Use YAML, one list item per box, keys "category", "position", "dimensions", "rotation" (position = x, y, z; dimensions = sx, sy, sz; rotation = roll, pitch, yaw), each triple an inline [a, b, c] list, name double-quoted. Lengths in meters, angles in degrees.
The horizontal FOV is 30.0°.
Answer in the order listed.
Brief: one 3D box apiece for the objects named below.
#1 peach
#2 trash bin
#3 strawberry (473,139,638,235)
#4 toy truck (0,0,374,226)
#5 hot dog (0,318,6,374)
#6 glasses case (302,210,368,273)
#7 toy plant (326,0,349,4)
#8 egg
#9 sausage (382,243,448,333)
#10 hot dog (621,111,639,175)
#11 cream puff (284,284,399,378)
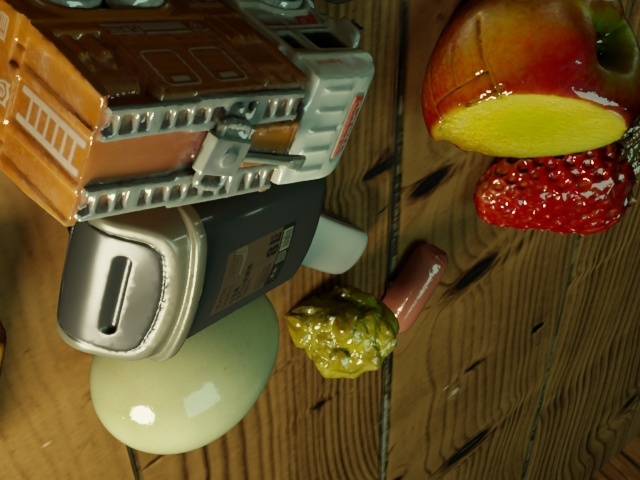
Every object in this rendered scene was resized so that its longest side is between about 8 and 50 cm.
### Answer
- category: "peach"
  position: [0.258, -0.211, 1.504]
  dimensions: [0.248, 0.275, 0.245]
  rotation: [47, 40, -29]
- category: "trash bin"
  position: [-0.145, -0.006, 1.269]
  dimensions: [0.290, 0.182, 0.209]
  rotation: [-25, 144, -44]
- category: "strawberry"
  position: [0.350, -0.093, 1.844]
  dimensions: [0.244, 0.205, 0.205]
  rotation: [-16, 142, -10]
- category: "toy truck"
  position: [-0.119, -0.135, 1.120]
  dimensions: [0.387, 0.207, 0.173]
  rotation: [-13, 135, -46]
- category: "hot dog"
  position: [-0.396, 0.174, 1.220]
  dimensions: [0.135, 0.100, 0.337]
  rotation: [-30, 147, -44]
- category: "glasses case"
  position: [0.000, 0.000, 1.584]
  dimensions: [0.074, 0.049, 0.193]
  rotation: [-55, 150, 10]
- category: "toy plant"
  position: [0.056, -0.326, 1.248]
  dimensions: [0.200, 0.105, 0.143]
  rotation: [-49, 137, -40]
- category: "egg"
  position: [-0.154, 0.140, 1.404]
  dimensions: [0.254, 0.188, 0.188]
  rotation: [-35, 147, -32]
- category: "sausage"
  position: [0.141, 0.076, 1.843]
  dimensions: [0.062, 0.062, 0.154]
  rotation: [4, 121, -54]
- category: "hot dog"
  position: [0.520, -0.186, 2.010]
  dimensions: [0.227, 0.099, 0.160]
  rotation: [-44, 149, -3]
- category: "cream puff"
  position: [0.029, 0.120, 1.689]
  dimensions: [0.146, 0.146, 0.116]
  rotation: [-47, 133, -3]
